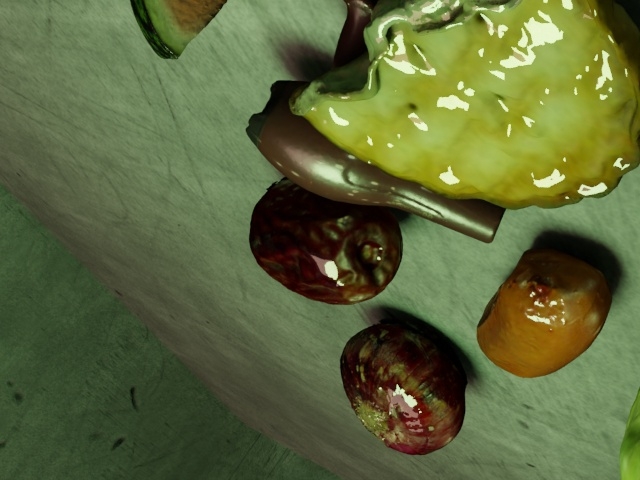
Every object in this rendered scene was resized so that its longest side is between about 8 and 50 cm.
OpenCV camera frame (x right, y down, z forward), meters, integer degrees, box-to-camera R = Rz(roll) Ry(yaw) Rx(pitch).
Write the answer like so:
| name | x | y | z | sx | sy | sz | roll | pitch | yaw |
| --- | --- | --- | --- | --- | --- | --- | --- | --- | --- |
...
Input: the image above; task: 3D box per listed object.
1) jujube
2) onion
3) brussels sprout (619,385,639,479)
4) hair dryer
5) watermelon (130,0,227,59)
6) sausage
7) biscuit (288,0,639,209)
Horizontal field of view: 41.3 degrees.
| name | x | y | z | sx | sy | sz | roll | pitch | yaw |
| --- | --- | --- | --- | --- | --- | --- | --- | --- | --- |
| jujube | 0.000 | 0.000 | 1.175 | 0.183 | 0.183 | 0.243 | 50 | 167 | -31 |
| onion | 0.146 | 0.250 | 1.472 | 0.246 | 0.190 | 0.246 | 30 | 138 | 31 |
| brussels sprout | 0.450 | 0.229 | 0.845 | 0.328 | 0.247 | 0.328 | 16 | -163 | -5 |
| hair dryer | 0.081 | -0.148 | 0.886 | 0.312 | 0.123 | 0.340 | 23 | 147 | 6 |
| watermelon | -0.165 | -0.287 | 0.932 | 0.137 | 0.193 | 0.145 | -4 | -175 | -33 |
| sausage | 0.267 | 0.095 | 1.032 | 0.133 | 0.133 | 0.258 | 33 | 158 | 10 |
| biscuit | 0.120 | -0.139 | 0.754 | 0.335 | 0.078 | 0.329 | 7 | 148 | 22 |
